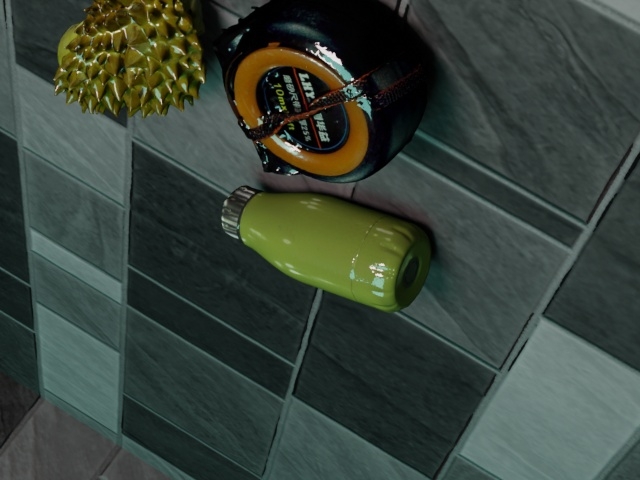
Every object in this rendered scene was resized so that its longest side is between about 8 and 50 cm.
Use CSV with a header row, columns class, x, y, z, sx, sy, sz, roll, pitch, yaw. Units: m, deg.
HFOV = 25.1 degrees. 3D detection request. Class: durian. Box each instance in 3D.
class,x,y,z,sx,sy,sz,roll,pitch,yaw
durian,-0.212,-0.233,1.616,0.172,0.166,0.306,4,156,-5

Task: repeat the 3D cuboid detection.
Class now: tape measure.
class,x,y,z,sx,sy,sz,roll,pitch,yaw
tape measure,0.004,-0.160,1.485,0.223,0.135,0.202,6,130,38

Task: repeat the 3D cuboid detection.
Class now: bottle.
class,x,y,z,sx,sy,sz,roll,pitch,yaw
bottle,0.000,0.000,1.744,0.260,0.112,0.112,19,148,28
